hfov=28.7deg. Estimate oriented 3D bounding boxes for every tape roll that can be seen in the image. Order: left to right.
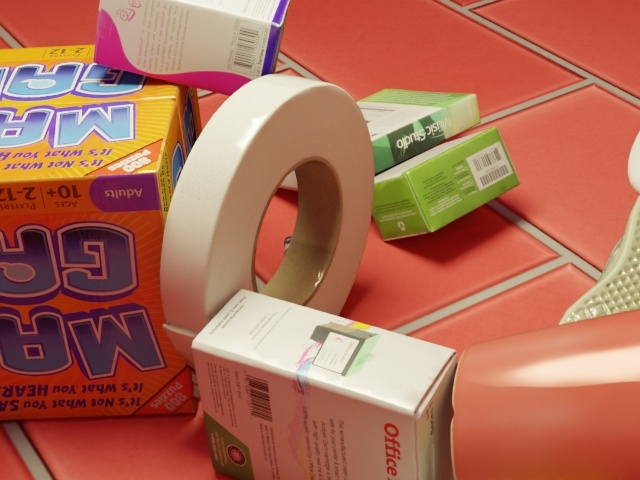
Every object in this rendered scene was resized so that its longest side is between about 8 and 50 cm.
[{"bbox_3d":[-0.055,-0.010,1.551,0.072,0.392,0.392,16,39,27],"label":"tape roll"}]

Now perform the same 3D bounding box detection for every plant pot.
[{"bbox_3d":[0.278,0.204,1.326,0.243,0.275,0.275,-2,32,22],"label":"plant pot"}]

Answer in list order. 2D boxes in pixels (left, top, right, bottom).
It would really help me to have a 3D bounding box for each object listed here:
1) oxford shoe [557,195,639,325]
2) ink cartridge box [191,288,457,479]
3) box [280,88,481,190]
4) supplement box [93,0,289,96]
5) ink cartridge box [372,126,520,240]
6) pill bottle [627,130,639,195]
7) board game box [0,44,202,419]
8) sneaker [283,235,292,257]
[{"bbox_3d":[0.402,0.100,1.579,0.169,0.130,0.449,23,56,16],"label":"oxford shoe"},{"bbox_3d":[0.011,0.194,1.400,0.278,0.201,0.117,14,40,26],"label":"ink cartridge box"},{"bbox_3d":[0.065,-0.164,2.007,0.322,0.059,0.232,-28,23,-29],"label":"box"},{"bbox_3d":[-0.159,-0.264,1.553,0.220,0.111,0.114,13,32,-2],"label":"supplement box"},{"bbox_3d":[0.147,-0.075,1.901,0.188,0.097,0.255,-27,6,-30],"label":"ink cartridge box"},{"bbox_3d":[0.582,-0.035,1.501,0.392,0.224,0.224,37,31,-16],"label":"pill bottle"},{"bbox_3d":[-0.338,-0.019,1.620,0.356,0.357,0.356,-3,33,3],"label":"board game box"},{"bbox_3d":[0.000,0.000,1.841,0.119,0.047,0.057,-10,23,-10],"label":"sneaker"}]
